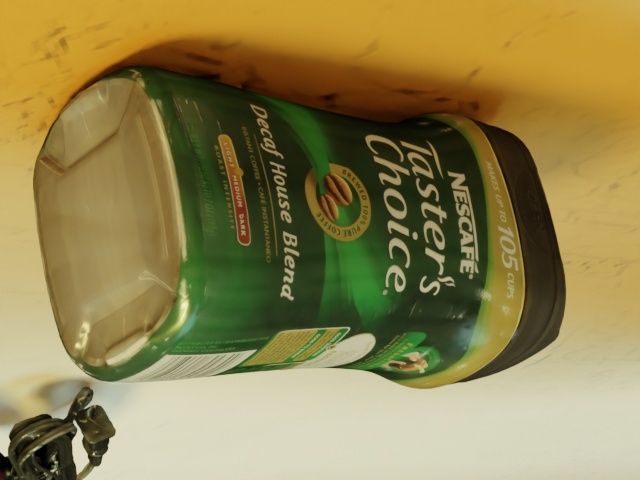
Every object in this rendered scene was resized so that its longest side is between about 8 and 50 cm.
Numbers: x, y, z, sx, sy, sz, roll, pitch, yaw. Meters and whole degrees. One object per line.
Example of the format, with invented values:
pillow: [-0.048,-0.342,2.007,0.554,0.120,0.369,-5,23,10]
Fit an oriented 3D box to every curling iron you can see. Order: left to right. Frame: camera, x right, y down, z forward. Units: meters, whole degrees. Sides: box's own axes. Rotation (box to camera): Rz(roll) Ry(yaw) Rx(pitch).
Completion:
curling iron: [-0.159,0.059,0.798,0.068,0.035,0.274,-35,153,5]

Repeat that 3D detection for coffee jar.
coffee jar: [0.000,0.000,0.663,0.184,0.096,0.079,4,155,-43]
